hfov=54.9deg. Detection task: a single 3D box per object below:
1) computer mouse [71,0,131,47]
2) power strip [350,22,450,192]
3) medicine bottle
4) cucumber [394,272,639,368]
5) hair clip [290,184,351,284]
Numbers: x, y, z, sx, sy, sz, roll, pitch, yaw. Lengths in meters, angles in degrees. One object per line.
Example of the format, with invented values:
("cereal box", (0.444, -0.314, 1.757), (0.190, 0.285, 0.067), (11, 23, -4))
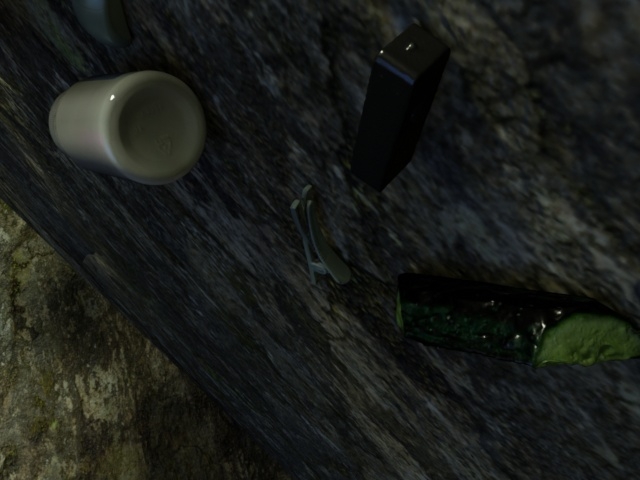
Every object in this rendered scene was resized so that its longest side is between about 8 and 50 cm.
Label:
("computer mouse", (-0.203, -0.213, 0.549), (0.056, 0.032, 0.110), (39, 156, 13))
("power strip", (0.044, -0.072, 0.359), (0.029, 0.038, 0.111), (38, 156, 14))
("medicine bottle", (-0.200, -0.114, 0.615), (0.186, 0.103, 0.103), (15, 142, 50))
("cucumber", (0.105, 0.054, 0.434), (0.220, 0.070, 0.046), (2, 102, 56))
("hair clip", (0.001, -0.001, 0.561), (0.039, 0.030, 0.115), (9, 144, 25))
